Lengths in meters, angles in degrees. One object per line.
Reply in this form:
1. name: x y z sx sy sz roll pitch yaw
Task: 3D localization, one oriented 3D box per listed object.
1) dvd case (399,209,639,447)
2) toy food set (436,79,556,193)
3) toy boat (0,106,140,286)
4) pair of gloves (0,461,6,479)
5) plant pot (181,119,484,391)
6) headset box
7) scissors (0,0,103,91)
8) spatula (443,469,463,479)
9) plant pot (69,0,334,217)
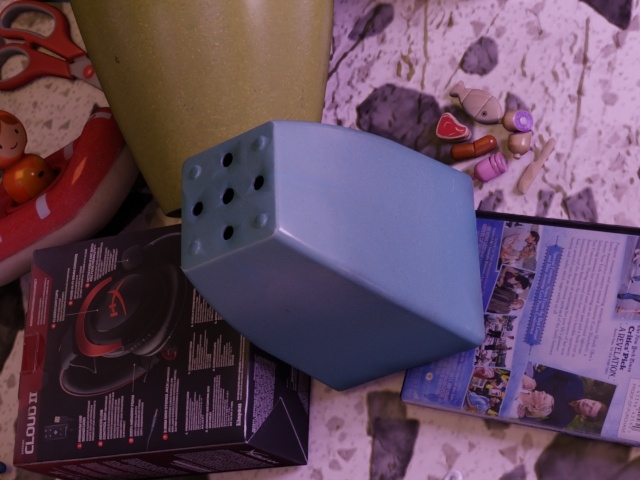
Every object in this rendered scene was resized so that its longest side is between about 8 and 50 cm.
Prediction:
1. dvd case: 0.198 0.070 1.378 0.253 0.022 0.180 7 76 34
2. toy food set: 0.148 -0.092 1.470 0.122 0.019 0.078 32 90 36
3. toy boat: -0.293 -0.067 1.636 0.231 0.151 0.151 -28 24 20
4. pair of gloves: -0.388 0.290 1.662 0.159 0.023 0.198 5 76 31
5. plant pot: 0.000 0.000 1.377 0.165 0.234 0.166 -21 57 34
6. headset box: -0.158 0.107 1.531 0.293 0.110 0.218 -10 67 29
7. scissors: -0.254 -0.195 1.759 0.297 0.021 0.109 15 79 36
8. spatula: 0.114 0.323 1.340 0.168 0.019 0.242 20 84 41
9. plant pot: -0.099 -0.176 1.530 0.274 0.275 0.294 -12 84 28
